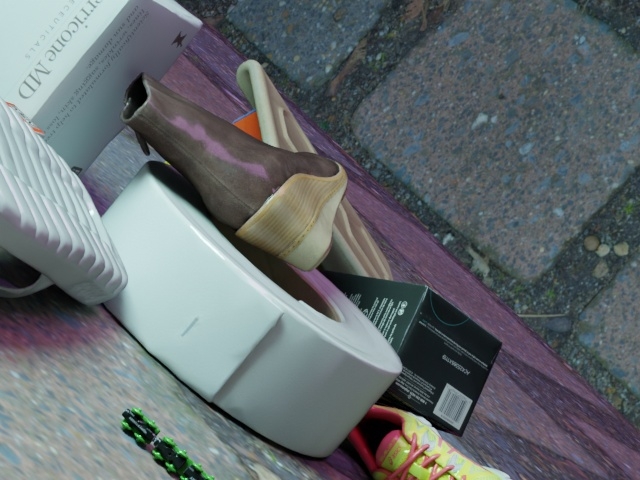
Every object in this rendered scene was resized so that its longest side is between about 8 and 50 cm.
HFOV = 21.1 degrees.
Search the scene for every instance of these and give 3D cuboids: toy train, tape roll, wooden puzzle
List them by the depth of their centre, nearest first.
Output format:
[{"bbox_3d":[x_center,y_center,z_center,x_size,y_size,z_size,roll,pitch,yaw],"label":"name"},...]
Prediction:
[{"bbox_3d":[-0.099,0.141,1.137,0.083,0.017,0.024,41,-3,11],"label":"toy train"},{"bbox_3d":[-0.068,0.057,1.463,0.286,0.100,0.286,40,7,-6],"label":"tape roll"},{"bbox_3d":[0.000,0.000,1.878,0.322,0.080,0.348,57,6,-30],"label":"wooden puzzle"}]

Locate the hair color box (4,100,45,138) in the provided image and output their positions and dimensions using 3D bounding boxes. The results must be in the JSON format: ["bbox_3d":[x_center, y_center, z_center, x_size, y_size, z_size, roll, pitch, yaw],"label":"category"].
[{"bbox_3d":[-0.279,-0.079,1.333,0.043,0.072,0.141,42,7,18],"label":"hair color box"}]

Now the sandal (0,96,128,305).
[{"bbox_3d":[-0.240,-0.029,1.175,0.169,0.102,0.416,60,3,26],"label":"sandal"}]

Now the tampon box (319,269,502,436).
[{"bbox_3d":[0.065,0.105,1.630,0.120,0.101,0.161,35,-16,-35],"label":"tampon box"}]

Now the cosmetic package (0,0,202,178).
[{"bbox_3d":[-0.321,-0.236,1.518,0.385,0.217,0.156,40,7,19],"label":"cosmetic package"}]

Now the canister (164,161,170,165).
[{"bbox_3d":[-0.105,-0.029,1.895,0.126,0.073,0.170,43,7,15],"label":"canister"}]

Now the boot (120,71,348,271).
[{"bbox_3d":[-0.076,-0.081,1.495,0.207,0.090,0.248,41,11,-13],"label":"boot"}]

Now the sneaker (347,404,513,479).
[{"bbox_3d":[0.089,0.204,1.480,0.094,0.081,0.208,33,-1,-42],"label":"sneaker"}]
